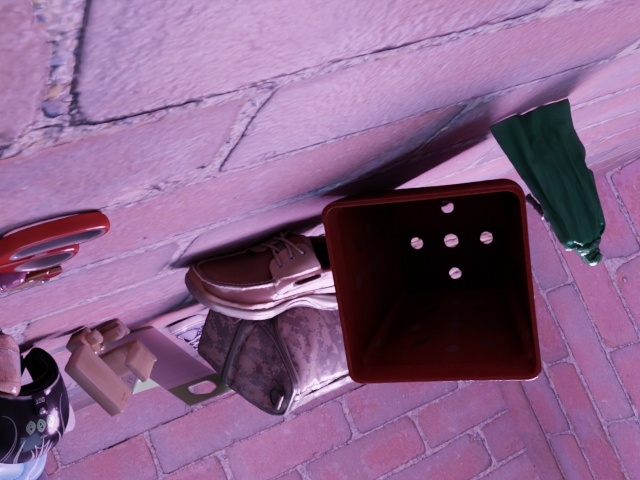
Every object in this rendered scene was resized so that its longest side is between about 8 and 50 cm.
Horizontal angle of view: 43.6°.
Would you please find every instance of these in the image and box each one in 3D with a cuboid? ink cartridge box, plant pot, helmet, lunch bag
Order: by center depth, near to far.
[{"bbox_3d":[0.177,0.032,1.170,0.267,0.268,0.236,-5,-163,18],"label":"plant pot"},{"bbox_3d":[-0.470,0.263,1.236,0.169,0.169,0.162,-16,128,-44],"label":"helmet"},{"bbox_3d":[-0.294,0.252,1.512,0.056,0.235,0.171,-63,159,14],"label":"ink cartridge box"},{"bbox_3d":[-0.039,0.194,1.541,0.305,0.256,0.213,-14,138,-46],"label":"lunch bag"}]

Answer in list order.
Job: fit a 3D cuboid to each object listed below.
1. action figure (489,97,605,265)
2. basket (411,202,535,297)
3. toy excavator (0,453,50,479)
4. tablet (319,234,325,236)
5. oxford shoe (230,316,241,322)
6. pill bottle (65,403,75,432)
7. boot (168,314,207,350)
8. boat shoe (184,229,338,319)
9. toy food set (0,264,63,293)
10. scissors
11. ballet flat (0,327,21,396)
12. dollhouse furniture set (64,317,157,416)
[{"bbox_3d":[0.333,-0.071,1.116,0.137,0.232,0.063,-21,172,-14],"label":"action figure"},{"bbox_3d":[0.242,0.087,1.810,0.331,0.267,0.328,-19,172,-19],"label":"basket"},{"bbox_3d":[-0.772,0.447,1.615,0.432,0.222,0.445,-19,157,-28],"label":"toy excavator"},{"bbox_3d":[0.000,0.000,1.450,0.054,0.006,0.083,-27,171,24],"label":"tablet"},{"bbox_3d":[-0.067,0.076,1.396,0.271,0.099,0.097,-14,168,-40],"label":"oxford shoe"},{"bbox_3d":[-0.757,0.487,2.066,0.221,0.121,0.121,-24,172,4],"label":"pill bottle"},{"bbox_3d":[-0.274,0.218,1.807,0.069,0.086,0.190,-25,172,14],"label":"boot"},{"bbox_3d":[-0.059,0.037,1.215,0.324,0.123,0.117,-3,127,-45],"label":"boat shoe"},{"bbox_3d":[-0.302,0.042,0.790,0.077,0.019,0.122,-28,171,30],"label":"toy food set"},{"bbox_3d":[-0.316,0.025,0.655,0.297,0.021,0.109,-16,171,-41],"label":"scissors"},{"bbox_3d":[-0.511,0.205,0.950,0.315,0.106,0.107,-21,173,-17],"label":"ballet flat"},{"bbox_3d":[-0.377,0.220,1.316,0.123,0.144,0.151,-26,-152,20],"label":"dollhouse furniture set"}]
